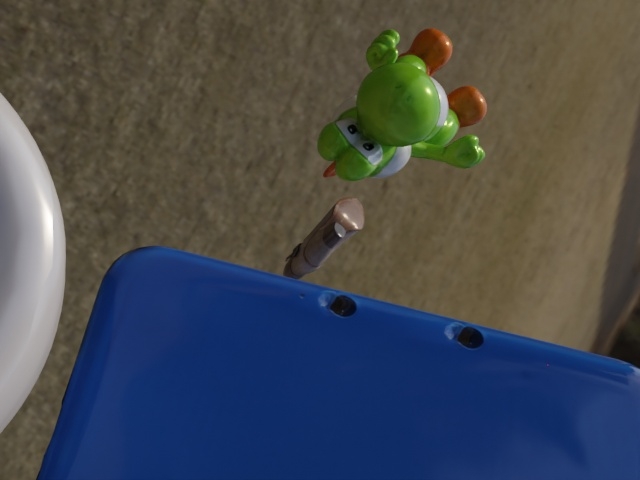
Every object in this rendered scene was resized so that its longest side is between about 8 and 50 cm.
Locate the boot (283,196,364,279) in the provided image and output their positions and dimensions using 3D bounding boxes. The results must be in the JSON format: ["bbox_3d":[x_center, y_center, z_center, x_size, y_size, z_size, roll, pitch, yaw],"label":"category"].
[{"bbox_3d":[0.000,0.000,1.306,0.087,0.042,0.118,-40,-176,27],"label":"boot"}]

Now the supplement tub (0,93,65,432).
[{"bbox_3d":[-0.268,0.045,0.593,0.235,0.235,0.325,-52,-175,-27],"label":"supplement tub"}]

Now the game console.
[{"bbox_3d":[0.002,0.177,0.586,0.173,0.293,0.250,-76,-179,-57],"label":"game console"}]

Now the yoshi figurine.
[{"bbox_3d":[0.130,-0.188,1.602,0.362,0.203,0.203,-40,141,-55],"label":"yoshi figurine"}]
